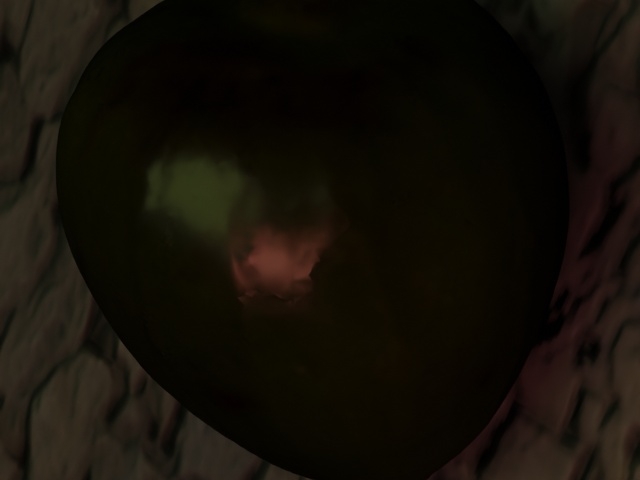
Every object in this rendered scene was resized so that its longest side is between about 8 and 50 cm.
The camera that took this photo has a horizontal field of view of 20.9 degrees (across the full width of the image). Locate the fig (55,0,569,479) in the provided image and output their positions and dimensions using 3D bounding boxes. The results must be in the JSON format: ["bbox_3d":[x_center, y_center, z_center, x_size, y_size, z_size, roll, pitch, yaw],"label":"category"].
[{"bbox_3d":[0.000,0.000,0.715,0.203,0.203,0.225,19,130,41],"label":"fig"}]
